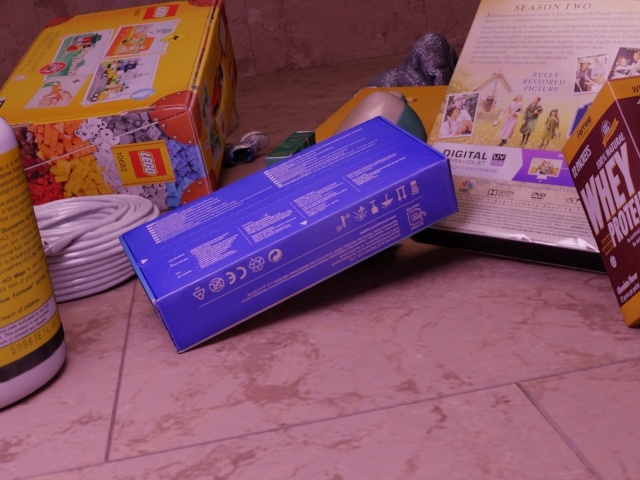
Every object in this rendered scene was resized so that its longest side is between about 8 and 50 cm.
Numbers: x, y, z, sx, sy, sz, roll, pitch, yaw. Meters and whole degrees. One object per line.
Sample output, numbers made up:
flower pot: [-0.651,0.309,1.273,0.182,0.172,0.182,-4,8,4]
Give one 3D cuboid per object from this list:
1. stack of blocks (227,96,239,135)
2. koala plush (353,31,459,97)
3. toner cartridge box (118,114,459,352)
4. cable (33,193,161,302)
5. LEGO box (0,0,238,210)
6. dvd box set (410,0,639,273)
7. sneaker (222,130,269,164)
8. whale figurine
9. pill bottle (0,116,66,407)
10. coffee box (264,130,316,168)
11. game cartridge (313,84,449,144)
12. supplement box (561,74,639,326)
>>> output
stack of blocks: [-0.304,-0.334,2.192,0.171,0.087,0.297,-6,18,5]
koala plush: [0.193,-0.339,1.869,0.221,0.203,0.196,-12,13,30]
toner cartridge box: [-0.037,-0.019,0.945,0.348,0.075,0.165,-26,32,-13]
cable: [-0.342,0.004,1.152,0.257,0.089,0.257,-21,21,-37]
LEGO box: [-0.370,-0.261,1.585,0.372,0.193,0.500,-6,36,5]
dvd box set: [0.296,-0.174,0.999,0.307,0.420,0.062,9,-21,36]
sneaker: [-0.151,-0.184,1.737,0.135,0.052,0.058,-30,37,-35]
whale figurine: [0.080,-0.131,1.328,0.216,0.141,0.272,-54,8,-3]
pill bottle: [-0.369,-0.013,0.804,0.188,0.334,0.188,-7,18,2]
coffee box: [-0.040,-0.097,1.301,0.040,0.113,0.184,-1,17,12]
game cartridge: [0.145,-0.213,1.579,0.285,0.052,0.323,4,32,29]
supplement box: [0.358,-0.046,0.774,0.191,0.194,0.129,-10,-22,-8]
